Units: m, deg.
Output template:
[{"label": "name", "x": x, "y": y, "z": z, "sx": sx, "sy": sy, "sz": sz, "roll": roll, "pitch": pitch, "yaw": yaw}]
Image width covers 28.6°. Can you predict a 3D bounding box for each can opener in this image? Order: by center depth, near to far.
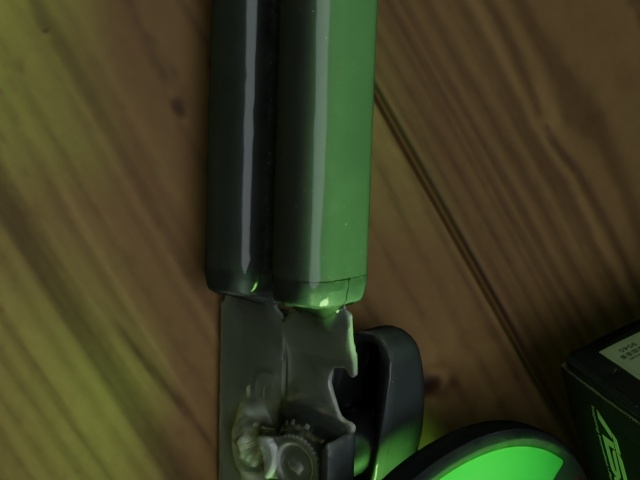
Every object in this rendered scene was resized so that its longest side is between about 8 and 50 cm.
[{"label": "can opener", "x": 0.000, "y": 0.000, "z": 0.550, "sx": 0.095, "sy": 0.076, "sz": 0.283, "roll": -8, "pitch": 103, "yaw": -51}]

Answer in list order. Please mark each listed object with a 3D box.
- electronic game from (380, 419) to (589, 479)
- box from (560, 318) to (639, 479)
[{"label": "electronic game", "x": 0.053, "y": 0.189, "z": 0.559, "sx": 0.229, "sy": 0.048, "sz": 0.229, "roll": -18, "pitch": 117, "yaw": -40}, {"label": "box", "x": 0.338, "y": 0.123, "z": 0.625, "sx": 0.395, "sy": 0.097, "sz": 0.318, "roll": -23, "pitch": 114, "yaw": -13}]
